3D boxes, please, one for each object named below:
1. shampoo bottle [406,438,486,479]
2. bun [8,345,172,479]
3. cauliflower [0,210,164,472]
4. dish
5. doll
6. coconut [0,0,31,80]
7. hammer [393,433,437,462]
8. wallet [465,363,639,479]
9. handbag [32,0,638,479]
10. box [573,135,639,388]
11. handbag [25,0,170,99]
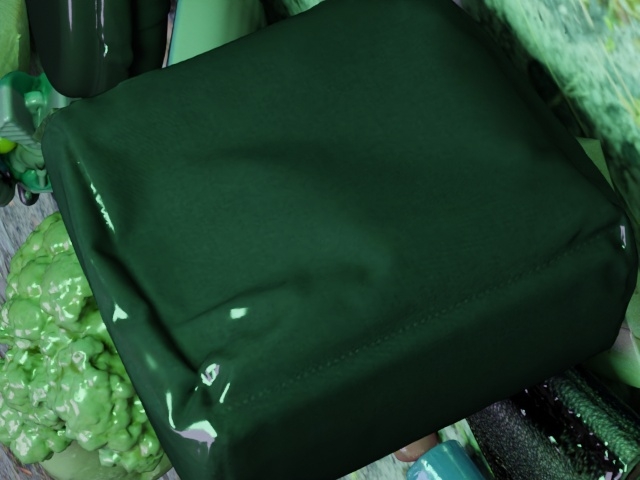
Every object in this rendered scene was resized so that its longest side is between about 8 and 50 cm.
[{"bbox_3d":[0.157,0.267,1.516,0.258,0.061,0.104,54,141,20],"label":"shampoo bottle"},{"bbox_3d":[-0.206,0.130,1.990,0.160,0.259,0.259,-13,107,29],"label":"bun"},{"bbox_3d":[-0.157,0.088,1.763,0.281,0.260,0.327,42,117,4],"label":"cauliflower"},{"bbox_3d":[-0.062,-0.079,1.513,0.273,0.134,0.273,-171,90,-86],"label":"dish"},{"bbox_3d":[-0.264,-0.078,1.970,0.258,0.195,0.153,28,-131,-66],"label":"doll"},{"bbox_3d":[-0.411,-0.210,1.997,0.245,0.245,0.247,57,165,14],"label":"coconut"},{"bbox_3d":[0.064,0.140,1.611,0.083,0.043,0.043,64,158,-5],"label":"hammer"},{"bbox_3d":[0.167,0.156,1.345,0.221,0.071,0.262,41,163,40],"label":"wallet"},{"bbox_3d":[0.001,0.003,1.211,0.275,0.302,0.178,55,162,33],"label":"handbag"},{"bbox_3d":[0.169,0.011,1.260,0.090,0.024,0.167,15,127,63],"label":"box"},{"bbox_3d":[-0.179,-0.252,1.544,0.254,0.093,0.308,-119,25,-51],"label":"handbag"}]
